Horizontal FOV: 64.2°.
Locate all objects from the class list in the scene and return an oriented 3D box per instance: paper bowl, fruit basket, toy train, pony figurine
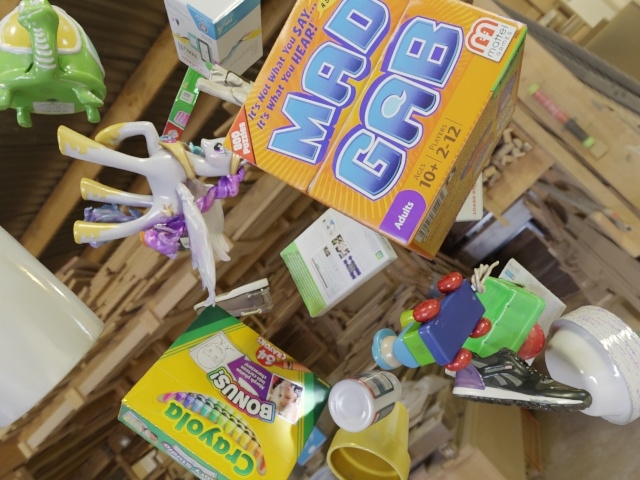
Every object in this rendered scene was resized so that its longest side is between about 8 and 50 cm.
[{"bbox_3d":[0.681,0.319,1.278,0.148,0.285,0.284,-25,-10,-7],"label":"paper bowl"},{"bbox_3d":[0.491,0.247,1.351,0.353,0.165,0.327,31,-89,-44],"label":"fruit basket"},{"bbox_3d":[0.193,0.117,0.825,0.143,0.105,0.248,-31,3,44],"label":"toy train"},{"bbox_3d":[-0.294,-0.076,1.018,0.303,0.362,0.351,-110,21,-65],"label":"pony figurine"}]

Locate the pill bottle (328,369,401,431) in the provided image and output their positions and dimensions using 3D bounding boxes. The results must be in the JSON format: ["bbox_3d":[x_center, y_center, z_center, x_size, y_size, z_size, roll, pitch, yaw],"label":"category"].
[{"bbox_3d":[0.106,0.344,1.119,0.108,0.108,0.180,-45,-25,22],"label":"pill bottle"}]

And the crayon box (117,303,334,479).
[{"bbox_3d":[-0.194,0.358,1.127,0.313,0.362,0.106,-53,-4,-48],"label":"crayon box"}]

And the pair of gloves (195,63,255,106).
[{"bbox_3d":[-0.177,-0.353,1.199,0.240,0.204,0.042,-91,23,-65],"label":"pair of gloves"}]

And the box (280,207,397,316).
[{"bbox_3d":[0.042,0.043,1.475,0.322,0.232,0.058,-40,-24,29],"label":"box"}]

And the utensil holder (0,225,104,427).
[{"bbox_3d":[-0.736,0.171,1.127,0.327,0.385,0.328,-36,18,13],"label":"utensil holder"}]

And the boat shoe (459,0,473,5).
[{"bbox_3d":[0.349,-0.557,1.472,0.123,0.123,0.342,-23,-32,-24],"label":"boat shoe"}]

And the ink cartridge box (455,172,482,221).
[{"bbox_3d":[0.351,-0.128,1.466,0.208,0.153,0.087,-3,6,-11],"label":"ink cartridge box"}]

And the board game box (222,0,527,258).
[{"bbox_3d":[0.117,-0.210,0.940,0.357,0.356,0.356,-62,-19,4],"label":"board game box"}]

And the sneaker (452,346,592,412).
[{"bbox_3d":[0.424,0.291,1.096,0.107,0.283,0.124,36,-121,-48],"label":"sneaker"}]

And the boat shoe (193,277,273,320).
[{"bbox_3d":[-0.268,0.202,1.552,0.324,0.097,0.116,-22,-2,37],"label":"boat shoe"}]

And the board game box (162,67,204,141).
[{"bbox_3d":[-0.514,-0.509,1.921,0.316,0.064,0.243,-39,35,56],"label":"board game box"}]

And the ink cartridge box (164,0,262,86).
[{"bbox_3d":[-0.309,-0.642,1.520,0.197,0.198,0.270,-50,-12,-21],"label":"ink cartridge box"}]

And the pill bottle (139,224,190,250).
[{"bbox_3d":[-0.497,-0.027,1.762,0.245,0.131,0.130,-5,4,18],"label":"pill bottle"}]

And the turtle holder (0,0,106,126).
[{"bbox_3d":[-0.624,-0.400,1.133,0.243,0.228,0.320,-7,-1,4],"label":"turtle holder"}]

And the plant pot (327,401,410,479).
[{"bbox_3d":[0.176,0.638,1.634,0.254,0.254,0.239,-49,6,41],"label":"plant pot"}]
